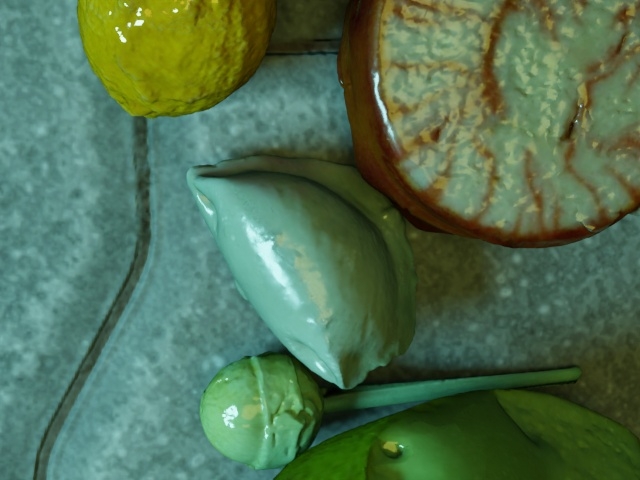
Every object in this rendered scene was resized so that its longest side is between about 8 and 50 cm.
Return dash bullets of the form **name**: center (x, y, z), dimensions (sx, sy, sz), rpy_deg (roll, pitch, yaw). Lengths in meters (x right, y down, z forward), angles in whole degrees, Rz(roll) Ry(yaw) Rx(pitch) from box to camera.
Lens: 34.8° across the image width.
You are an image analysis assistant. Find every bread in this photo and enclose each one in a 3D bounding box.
- **bread**: center (0.178, -0.147, 0.788), dimensions (0.328, 0.114, 0.295), rpy_deg (-11, 100, -8)

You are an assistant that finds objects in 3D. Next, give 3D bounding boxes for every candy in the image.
- **candy**: center (0.067, 0.126, 0.843), dimensions (0.335, 0.092, 0.093), rpy_deg (-5, 80, -17)

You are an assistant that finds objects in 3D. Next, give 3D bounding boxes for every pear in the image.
- **pear**: center (0.092, 0.262, 0.733), dimensions (0.318, 0.342, 0.238), rpy_deg (27, 125, -16)

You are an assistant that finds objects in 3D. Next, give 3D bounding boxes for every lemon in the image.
- **lemon**: center (-0.103, -0.160, 0.725), dimensions (0.142, 0.142, 0.187), rpy_deg (15, 138, -11)

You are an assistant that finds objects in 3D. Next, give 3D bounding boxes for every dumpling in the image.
- **dumpling**: center (-0.009, 0.008, 0.800), dimensions (0.216, 0.149, 0.105), rpy_deg (48, 120, 3)
